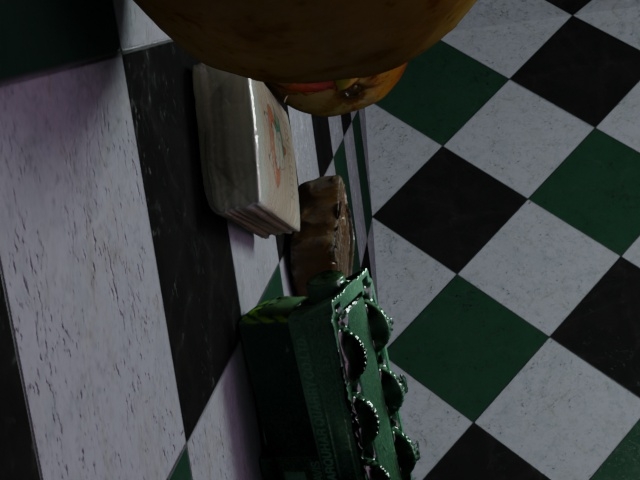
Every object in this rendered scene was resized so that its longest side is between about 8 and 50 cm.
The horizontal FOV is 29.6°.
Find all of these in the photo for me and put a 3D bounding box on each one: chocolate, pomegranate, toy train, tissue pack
[{"bbox_3d":[0.000,0.000,1.939,0.214,0.093,0.148,-86,169,-55],"label":"chocolate"},{"bbox_3d":[0.008,-0.319,1.776,0.252,0.229,0.270,59,12,-56],"label":"pomegranate"},{"bbox_3d":[-0.034,-0.320,0.967,0.410,0.410,0.410,-6,90,-84],"label":"pomegranate"},{"bbox_3d":[0.005,0.197,1.431,0.138,0.178,0.330,-38,119,-60],"label":"toy train"},{"bbox_3d":[-0.079,-0.100,1.435,0.325,0.071,0.170,35,47,-81],"label":"tissue pack"}]

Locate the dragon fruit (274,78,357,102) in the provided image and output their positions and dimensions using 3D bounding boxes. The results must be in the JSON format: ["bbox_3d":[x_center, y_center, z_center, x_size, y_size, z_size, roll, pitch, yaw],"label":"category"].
[{"bbox_3d":[-0.029,-0.289,1.524,0.227,0.224,0.224,64,21,-66],"label":"dragon fruit"}]
